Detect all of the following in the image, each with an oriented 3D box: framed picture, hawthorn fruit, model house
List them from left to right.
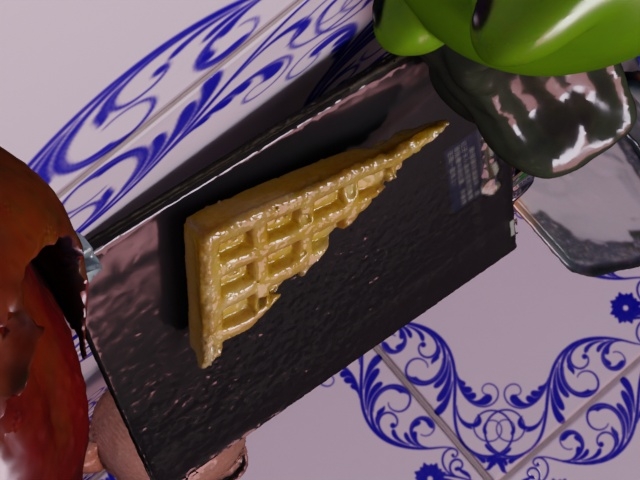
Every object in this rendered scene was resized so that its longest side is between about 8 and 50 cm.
[{"bbox_3d":[-0.127,0.049,0.412,0.148,0.172,0.148,-26,166,-7],"label":"hawthorn fruit"},{"bbox_3d":[-0.002,0.010,0.977,0.338,0.014,0.255,-33,141,-17],"label":"framed picture"},{"bbox_3d":[0.301,-0.159,1.502,0.190,0.271,0.301,-24,-155,46],"label":"model house"}]

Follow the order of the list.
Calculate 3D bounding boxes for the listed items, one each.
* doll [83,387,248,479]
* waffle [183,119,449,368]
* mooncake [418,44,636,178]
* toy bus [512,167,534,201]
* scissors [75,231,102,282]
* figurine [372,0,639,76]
[{"bbox_3d":[-0.120,0.110,1.408,0.201,0.156,0.303,15,114,-33],"label":"doll"},{"bbox_3d":[0.000,0.000,0.928,0.191,0.032,0.125,-22,134,-26],"label":"waffle"},{"bbox_3d":[0.117,-0.116,0.844,0.104,0.175,0.168,-40,-159,-3],"label":"mooncake"},{"bbox_3d":[0.053,-0.049,1.115,0.289,0.139,0.157,-36,168,-11],"label":"toy bus"},{"bbox_3d":[-0.222,0.076,0.729,0.256,0.030,0.125,-36,174,-14],"label":"scissors"},{"bbox_3d":[0.117,-0.171,0.516,0.263,0.143,0.162,-52,-152,-6],"label":"figurine"}]
